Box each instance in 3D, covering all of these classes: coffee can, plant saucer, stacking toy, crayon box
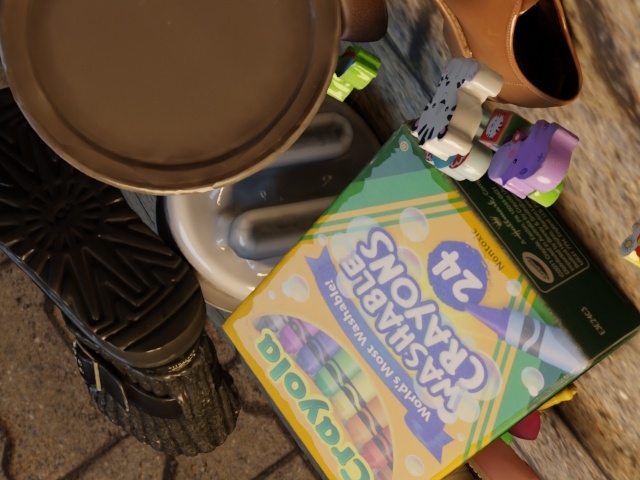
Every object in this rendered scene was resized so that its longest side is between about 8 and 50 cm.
[{"bbox_3d":[-0.113,-0.160,0.926,0.201,0.202,0.275,60,178,-19],"label":"coffee can"},{"bbox_3d":[-0.010,-0.217,1.038,0.168,0.029,0.168,54,168,16],"label":"plant saucer"},{"bbox_3d":[0.101,-0.050,0.797,0.167,0.052,0.221,28,180,-23],"label":"stacking toy"},{"bbox_3d":[0.057,0.077,1.020,0.203,0.083,0.323,53,134,12],"label":"crayon box"}]

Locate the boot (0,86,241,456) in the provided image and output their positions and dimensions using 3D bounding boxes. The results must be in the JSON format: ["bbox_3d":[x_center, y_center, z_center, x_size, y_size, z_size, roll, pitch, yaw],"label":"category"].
[{"bbox_3d":[-0.215,0.039,1.306,0.348,0.131,0.260,51,167,24],"label":"boot"}]

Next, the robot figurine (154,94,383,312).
[{"bbox_3d":[-0.051,-0.033,1.275,0.353,0.200,0.299,148,115,-78],"label":"robot figurine"}]

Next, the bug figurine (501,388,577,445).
[{"bbox_3d":[0.123,0.089,1.224,0.216,0.072,0.279,55,168,6],"label":"bug figurine"}]

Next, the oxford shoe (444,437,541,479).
[{"bbox_3d":[0.071,0.198,1.213,0.140,0.146,0.397,52,173,-37],"label":"oxford shoe"}]

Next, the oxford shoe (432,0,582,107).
[{"bbox_3d":[0.085,-0.156,0.732,0.212,0.076,0.076,50,168,-33],"label":"oxford shoe"}]
